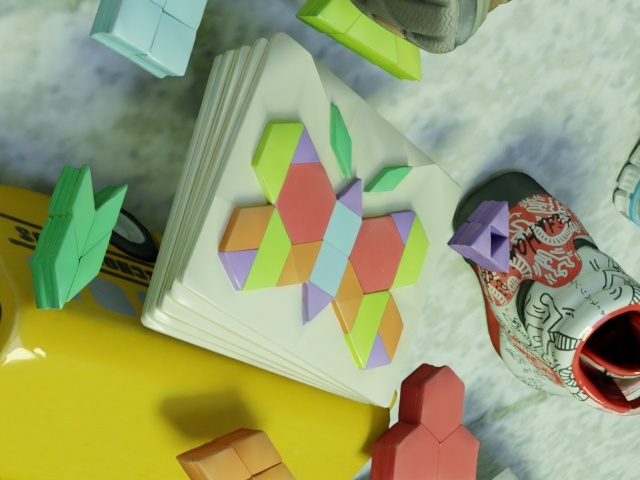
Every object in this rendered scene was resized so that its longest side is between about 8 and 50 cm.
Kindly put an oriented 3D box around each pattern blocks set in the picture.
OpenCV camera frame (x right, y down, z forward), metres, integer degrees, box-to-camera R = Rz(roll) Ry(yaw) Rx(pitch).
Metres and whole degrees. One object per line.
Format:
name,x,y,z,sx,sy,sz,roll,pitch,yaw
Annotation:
pattern blocks set,0.000,0.000,0.668,0.325,0.026,0.285,14,83,-47

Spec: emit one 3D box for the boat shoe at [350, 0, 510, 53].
boat shoe,0.053,-0.231,0.553,0.116,0.123,0.324,-34,145,-20

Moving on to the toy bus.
toy bus,-0.075,0.072,0.723,0.332,0.130,0.108,22,112,-46

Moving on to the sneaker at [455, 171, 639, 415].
sneaker,0.183,0.077,0.907,0.090,0.145,0.270,-37,141,-2

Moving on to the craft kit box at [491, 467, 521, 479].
craft kit box,0.087,0.293,1.064,0.246,0.061,0.250,-36,157,1

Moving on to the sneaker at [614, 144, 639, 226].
sneaker,0.256,-0.069,0.873,0.071,0.083,0.191,-18,135,-20
